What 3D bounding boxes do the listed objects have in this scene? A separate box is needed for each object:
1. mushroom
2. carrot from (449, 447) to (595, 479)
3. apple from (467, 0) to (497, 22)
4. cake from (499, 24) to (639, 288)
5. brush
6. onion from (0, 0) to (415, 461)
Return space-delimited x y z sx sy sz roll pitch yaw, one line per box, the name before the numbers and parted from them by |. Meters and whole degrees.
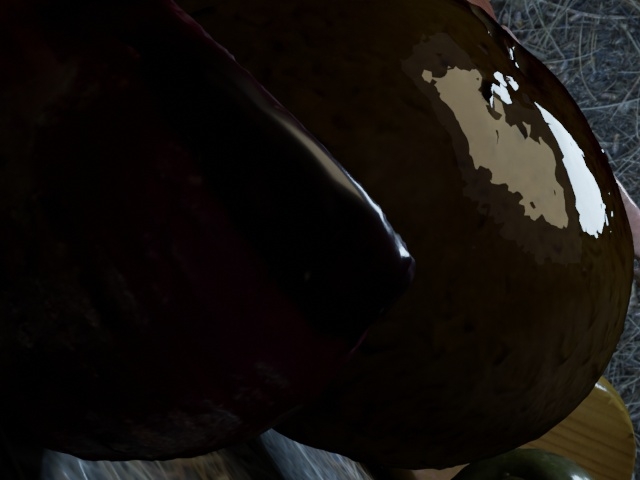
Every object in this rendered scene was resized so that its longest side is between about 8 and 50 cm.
mushroom | -0.008 -0.018 0.870 0.331 0.356 0.334 55 42 -15
carrot | 0.158 0.239 0.974 0.139 0.138 0.302 58 6 36
apple | 0.000 -0.134 1.181 0.301 0.301 0.301 54 5 -7
cake | 0.120 -0.042 1.516 0.314 0.306 0.293 53 3 -15
brush | 0.113 0.139 1.165 0.266 0.174 0.166 30 4 -34
onion | -0.083 -0.027 0.475 0.218 0.140 0.195 50 3 -38
